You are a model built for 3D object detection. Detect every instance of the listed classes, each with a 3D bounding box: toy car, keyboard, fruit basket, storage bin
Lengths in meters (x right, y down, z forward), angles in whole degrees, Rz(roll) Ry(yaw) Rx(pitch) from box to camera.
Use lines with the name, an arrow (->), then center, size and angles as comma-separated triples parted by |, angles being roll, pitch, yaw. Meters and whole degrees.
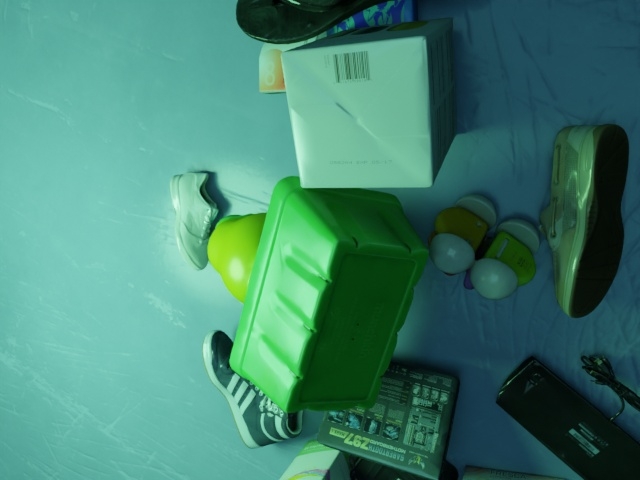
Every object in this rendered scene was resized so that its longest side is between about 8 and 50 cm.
toy car -> 0.266, 0.026, 0.873 | 0.181, 0.159, 0.136 | 32, 145, 14
keyboard -> 0.482, 0.316, 0.886 | 0.317, 0.033, 0.202 | 40, 119, 10
fruit basket -> -0.033, 0.067, 0.904 | 0.392, 0.282, 0.393 | -22, 65, 59
storage bin -> 0.165, 0.463, 1.016 | 0.180, 0.084, 0.122 | 35, 111, 14

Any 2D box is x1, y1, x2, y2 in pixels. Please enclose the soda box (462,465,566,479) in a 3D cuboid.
soda box -> 0.355, 0.468, 0.949 | 0.182, 0.063, 0.058 | -3, 99, 23

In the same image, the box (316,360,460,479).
box -> 0.128, 0.323, 0.968 | 0.232, 0.059, 0.184 | 9, 65, 21

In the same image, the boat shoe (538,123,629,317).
boat shoe -> 0.408, -0.030, 0.822 | 0.098, 0.109, 0.303 | 20, 113, 60

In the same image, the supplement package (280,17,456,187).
supplement package -> 0.093, -0.218, 0.796 | 0.199, 0.263, 0.198 | 2, 117, 22

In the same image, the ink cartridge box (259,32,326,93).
ink cartridge box -> -0.053, -0.366, 0.948 | 0.145, 0.045, 0.180 | 10, 107, 41

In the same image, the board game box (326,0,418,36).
board game box -> 0.085, -0.446, 0.897 | 0.159, 0.047, 0.211 | -2, 99, 23

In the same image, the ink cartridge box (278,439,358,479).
ink cartridge box -> -0.013, 0.547, 0.958 | 0.119, 0.353, 0.207 | -19, 92, 24

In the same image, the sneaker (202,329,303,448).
sneaker -> -0.134, 0.307, 1.101 | 0.153, 0.099, 0.283 | -19, 99, 29

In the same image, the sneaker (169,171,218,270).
sneaker -> -0.258, -0.042, 1.107 | 0.094, 0.080, 0.213 | -9, 95, 12

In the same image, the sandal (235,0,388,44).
sandal -> 0.046, -0.445, 0.818 | 0.445, 0.107, 0.168 | -9, 87, 22
